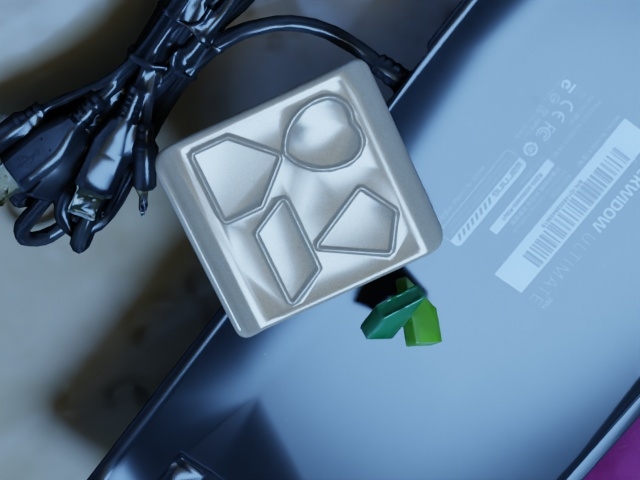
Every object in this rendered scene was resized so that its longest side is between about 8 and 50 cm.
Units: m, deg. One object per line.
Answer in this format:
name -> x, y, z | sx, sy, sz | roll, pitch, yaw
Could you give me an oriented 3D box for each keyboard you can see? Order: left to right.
keyboard -> 0.036, -0.035, 0.529 | 0.201, 0.033, 0.317 | 34, 103, -18

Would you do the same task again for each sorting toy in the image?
sorting toy -> 0.000, 0.000, 0.515 | 0.062, 0.012, 0.083 | -26, 109, -1

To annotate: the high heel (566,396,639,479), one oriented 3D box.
high heel -> 0.116, 0.002, 0.588 | 0.244, 0.082, 0.117 | -35, 94, 21
